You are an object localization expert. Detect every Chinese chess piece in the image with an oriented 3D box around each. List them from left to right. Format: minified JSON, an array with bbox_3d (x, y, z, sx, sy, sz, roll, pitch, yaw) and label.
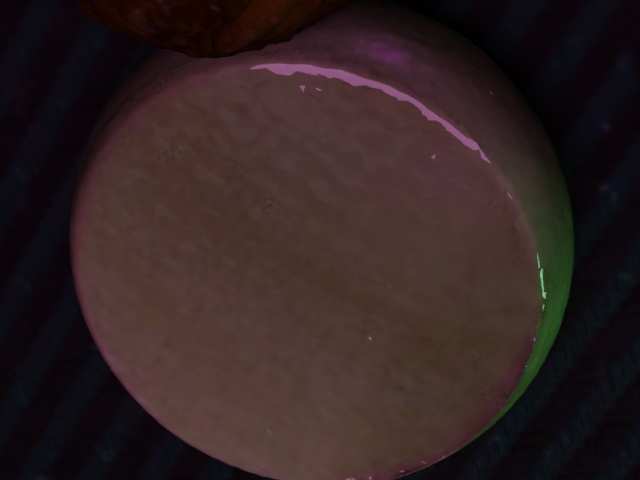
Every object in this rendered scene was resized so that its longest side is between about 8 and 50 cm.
[{"bbox_3d":[0.000,0.000,0.964,0.250,0.101,0.250,6,116,11],"label":"Chinese chess piece"}]

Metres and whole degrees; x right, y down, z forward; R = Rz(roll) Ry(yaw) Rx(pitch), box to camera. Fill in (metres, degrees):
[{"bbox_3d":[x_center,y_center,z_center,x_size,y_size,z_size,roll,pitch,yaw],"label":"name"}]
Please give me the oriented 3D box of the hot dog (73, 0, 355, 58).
[{"bbox_3d":[-0.116,-0.245,0.835,0.387,0.174,0.267,35,123,3],"label":"hot dog"}]
